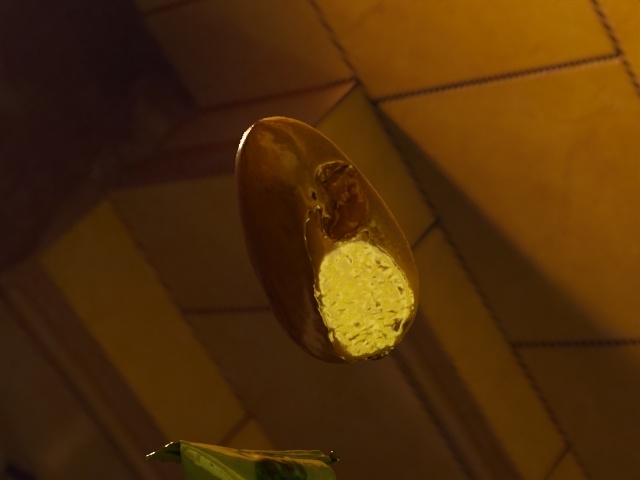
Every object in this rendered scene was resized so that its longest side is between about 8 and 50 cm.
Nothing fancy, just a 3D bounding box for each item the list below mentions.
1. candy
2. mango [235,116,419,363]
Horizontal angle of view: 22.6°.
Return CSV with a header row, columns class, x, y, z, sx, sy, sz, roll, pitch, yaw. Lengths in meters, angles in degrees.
class,x,y,z,sx,sy,sz,roll,pitch,yaw
candy,-0.067,0.431,1.938,0.263,0.398,0.172,12,153,-38
mango,0.000,0.000,1.407,0.167,0.130,0.262,42,161,38
